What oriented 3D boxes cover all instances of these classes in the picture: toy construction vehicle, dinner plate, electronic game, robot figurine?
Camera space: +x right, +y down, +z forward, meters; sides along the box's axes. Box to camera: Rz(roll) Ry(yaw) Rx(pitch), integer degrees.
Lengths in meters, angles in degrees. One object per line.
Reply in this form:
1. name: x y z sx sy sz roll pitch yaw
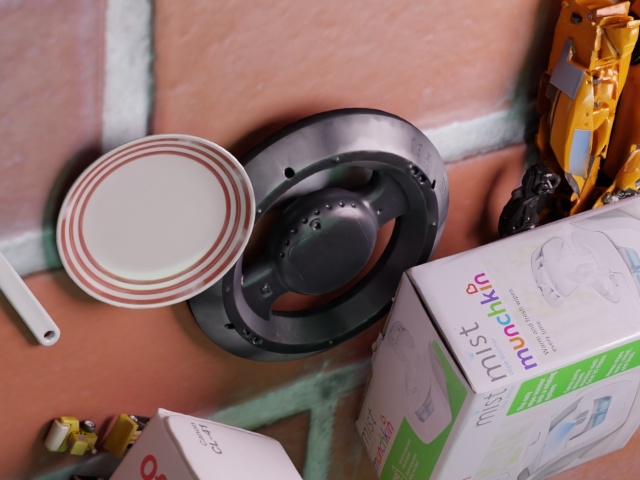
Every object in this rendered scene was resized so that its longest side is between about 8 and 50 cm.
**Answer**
1. toy construction vehicle: -0.170 0.173 1.030 0.098 0.035 0.086 18 106 -47
2. dinner plate: -0.114 -0.014 0.939 0.141 0.017 0.141 -11 124 -16
3. electronic game: 0.000 0.000 1.046 0.229 0.048 0.229 -18 131 -21
4. robot figurine: 0.258 -0.088 1.186 0.211 0.085 0.291 -20 131 -29

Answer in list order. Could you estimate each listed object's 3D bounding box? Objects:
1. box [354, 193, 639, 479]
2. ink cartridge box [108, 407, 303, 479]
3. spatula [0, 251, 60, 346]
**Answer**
1. box: 0.169 0.105 1.141 0.231 0.126 0.262 -17 150 -21
2. ink cartridge box: -0.113 0.316 0.993 0.131 0.226 0.306 22 111 -42
3. spatula: -0.263 0.034 0.858 0.168 0.019 0.242 -39 138 -14
